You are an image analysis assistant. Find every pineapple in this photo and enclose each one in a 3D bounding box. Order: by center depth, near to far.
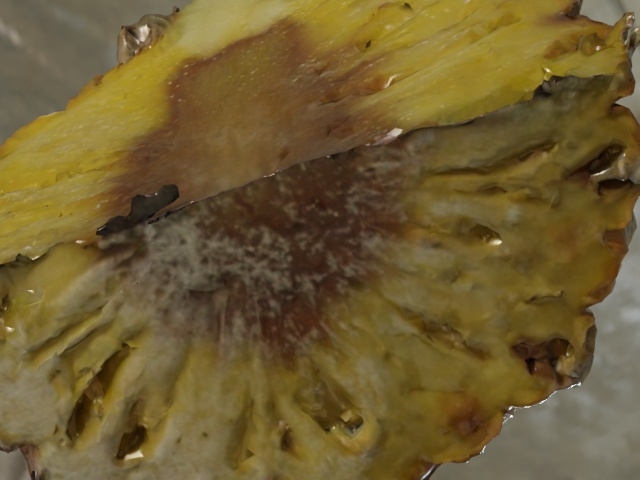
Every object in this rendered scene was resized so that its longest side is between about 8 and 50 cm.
[{"bbox_3d":[0.000,-0.002,0.924,0.286,0.344,0.209,-94,-17,-64],"label":"pineapple"}]
